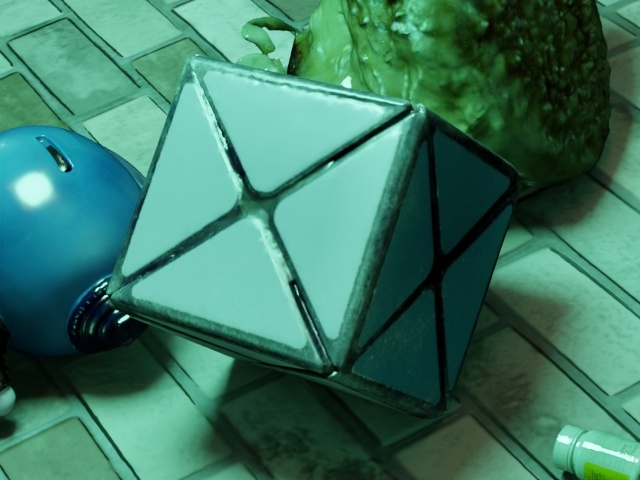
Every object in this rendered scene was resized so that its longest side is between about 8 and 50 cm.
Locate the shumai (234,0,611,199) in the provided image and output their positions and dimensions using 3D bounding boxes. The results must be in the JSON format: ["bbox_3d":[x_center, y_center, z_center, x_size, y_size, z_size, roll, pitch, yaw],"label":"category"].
[{"bbox_3d":[0.097,-0.203,2.046,0.348,0.395,0.395,-17,29,36],"label":"shumai"}]

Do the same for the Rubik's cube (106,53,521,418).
[{"bbox_3d":[0.000,0.000,1.755,0.255,0.260,0.259,14,86,31],"label":"Rubik's cube"}]

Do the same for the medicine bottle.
[{"bbox_3d":[0.247,0.191,1.687,0.083,0.047,0.047,15,44,30],"label":"medicine bottle"}]

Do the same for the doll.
[{"bbox_3d":[-0.300,0.024,1.894,0.310,0.240,0.284,-32,57,-18],"label":"doll"}]
